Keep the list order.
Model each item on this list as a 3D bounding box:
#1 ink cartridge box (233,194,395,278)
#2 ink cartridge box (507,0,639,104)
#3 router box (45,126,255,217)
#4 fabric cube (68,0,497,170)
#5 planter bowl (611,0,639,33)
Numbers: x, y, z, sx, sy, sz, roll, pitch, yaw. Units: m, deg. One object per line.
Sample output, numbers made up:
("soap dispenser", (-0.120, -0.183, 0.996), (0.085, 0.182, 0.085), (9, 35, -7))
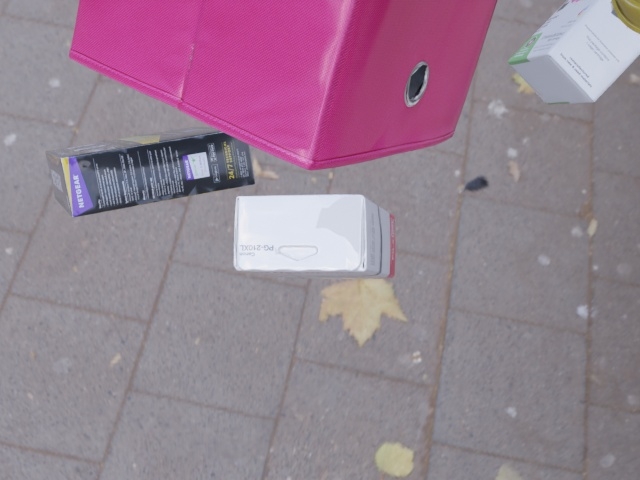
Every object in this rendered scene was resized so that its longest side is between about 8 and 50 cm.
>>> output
("ink cartridge box", (0.000, 0.000, 1.203), (0.172, 0.237, 0.100), (0, 85, 14))
("ink cartridge box", (0.477, -0.366, 1.479), (0.117, 0.201, 0.278), (44, 91, -10))
("router box", (-0.254, -0.106, 1.261), (0.243, 0.309, 0.080), (-12, 101, -18))
("fabric cube", (-0.007, -0.234, 0.711), (0.259, 0.258, 0.254), (27, 24, 25))
("planter bowl", (0.429, -0.359, 1.051), (0.090, 0.217, 0.217), (28, 49, -41))
